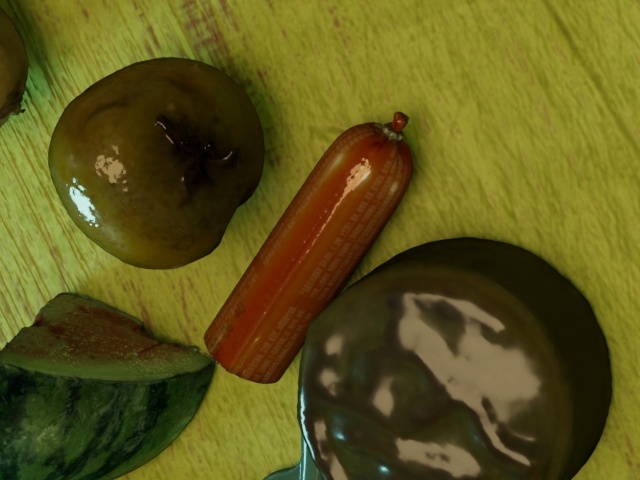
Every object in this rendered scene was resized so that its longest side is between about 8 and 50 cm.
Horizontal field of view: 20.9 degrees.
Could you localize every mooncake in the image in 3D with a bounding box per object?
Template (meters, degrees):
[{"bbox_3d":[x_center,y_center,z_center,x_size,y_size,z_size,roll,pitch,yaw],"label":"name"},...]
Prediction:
[{"bbox_3d":[0.121,0.144,1.634,0.284,0.155,0.284,6,105,22],"label":"mooncake"}]

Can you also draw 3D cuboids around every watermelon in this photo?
[{"bbox_3d":[-0.282,0.147,1.809,0.213,0.261,0.201,-53,50,28],"label":"watermelon"}]

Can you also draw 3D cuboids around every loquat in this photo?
[{"bbox_3d":[-0.151,-0.075,1.687,0.213,0.213,0.213,6,104,24],"label":"loquat"}]

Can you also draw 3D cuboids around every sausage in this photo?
[{"bbox_3d":[0.000,0.000,1.692,0.093,0.093,0.312,39,114,12],"label":"sausage"}]

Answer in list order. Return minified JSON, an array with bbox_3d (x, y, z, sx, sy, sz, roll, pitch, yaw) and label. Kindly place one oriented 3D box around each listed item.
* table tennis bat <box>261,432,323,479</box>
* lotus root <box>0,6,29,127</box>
[{"bbox_3d":[-0.009,0.269,1.788,0.149,0.038,0.237,12,110,24],"label":"table tennis bat"},{"bbox_3d":[-0.437,-0.241,1.796,0.343,0.151,0.169,47,151,8],"label":"lotus root"}]
